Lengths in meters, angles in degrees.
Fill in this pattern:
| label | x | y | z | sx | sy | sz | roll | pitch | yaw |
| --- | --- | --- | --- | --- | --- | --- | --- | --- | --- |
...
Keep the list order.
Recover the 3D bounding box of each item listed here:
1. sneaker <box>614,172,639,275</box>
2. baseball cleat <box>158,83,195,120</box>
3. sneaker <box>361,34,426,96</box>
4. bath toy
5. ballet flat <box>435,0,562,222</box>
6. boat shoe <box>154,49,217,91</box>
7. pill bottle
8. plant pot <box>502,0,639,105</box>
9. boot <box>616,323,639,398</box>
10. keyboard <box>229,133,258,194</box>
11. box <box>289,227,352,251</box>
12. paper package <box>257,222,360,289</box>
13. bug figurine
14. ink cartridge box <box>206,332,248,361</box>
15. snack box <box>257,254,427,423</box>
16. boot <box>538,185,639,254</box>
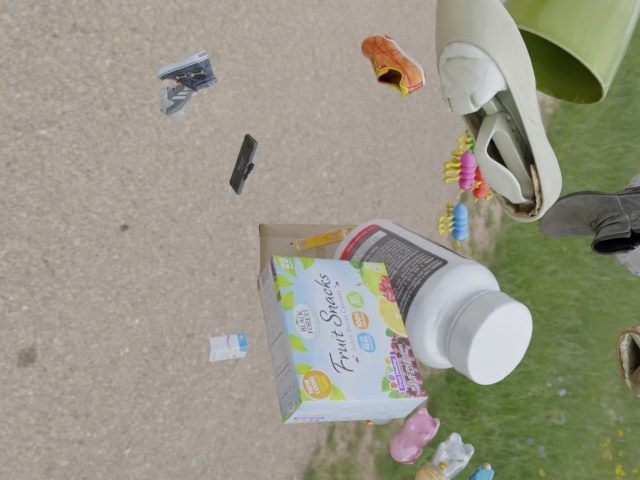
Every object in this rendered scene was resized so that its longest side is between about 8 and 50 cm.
| label | x | y | z | sx | sy | sz | roll | pitch | yaw |
| --- | --- | --- | --- | --- | --- | --- | --- | --- | --- |
| sneaker | 0.787 | -0.055 | 1.507 | 0.138 | 0.366 | 0.210 | -23 | 76 | -23 |
| baseball cleat | -0.445 | -0.473 | 2.061 | 0.110 | 0.206 | 0.072 | 31 | 29 | -15 |
| sneaker | 0.117 | -0.320 | 1.174 | 0.068 | 0.175 | 0.064 | -28 | 137 | -13 |
| bath toy | 0.230 | 0.486 | 1.540 | 0.151 | 0.348 | 0.129 | -27 | 146 | -36 |
| ballet flat | 0.163 | -0.122 | 0.616 | 0.248 | 0.086 | 0.086 | 58 | 42 | -22 |
| boat shoe | -0.332 | -0.399 | 1.593 | 0.065 | 0.184 | 0.083 | -40 | 116 | -42 |
| pill bottle | 0.169 | 0.093 | 1.035 | 0.177 | 0.319 | 0.176 | -14 | 117 | -29 |
| plant pot | 0.509 | -0.464 | 1.271 | 0.293 | 0.275 | 0.275 | -57 | 144 | 3 |
| boot | 0.662 | 0.246 | 1.225 | 0.270 | 0.089 | 0.236 | -13 | 89 | -38 |
| keyboard | -0.233 | -0.229 | 2.015 | 0.023 | 0.108 | 0.180 | 6 | 118 | -32 |
| box | 0.000 | 0.000 | 1.461 | 0.081 | 0.136 | 0.028 | -10 | 84 | -72 |
| paper package | 0.005 | 0.049 | 1.696 | 0.309 | 0.325 | 0.168 | 119 | -29 | -86 |
| bug figurine | 0.333 | -0.130 | 1.457 | 0.279 | 0.072 | 0.216 | -53 | 143 | -47 |
| ink cartridge box | -0.307 | 0.350 | 2.132 | 0.123 | 0.088 | 0.052 | -6 | 58 | -20 |
| snack box | 0.022 | 0.124 | 0.841 | 0.175 | 0.070 | 0.207 | 6 | 49 | -25 |
| boot | 0.509 | -0.028 | 1.192 | 0.161 | 0.247 | 0.083 | -48 | 118 | -49 |
